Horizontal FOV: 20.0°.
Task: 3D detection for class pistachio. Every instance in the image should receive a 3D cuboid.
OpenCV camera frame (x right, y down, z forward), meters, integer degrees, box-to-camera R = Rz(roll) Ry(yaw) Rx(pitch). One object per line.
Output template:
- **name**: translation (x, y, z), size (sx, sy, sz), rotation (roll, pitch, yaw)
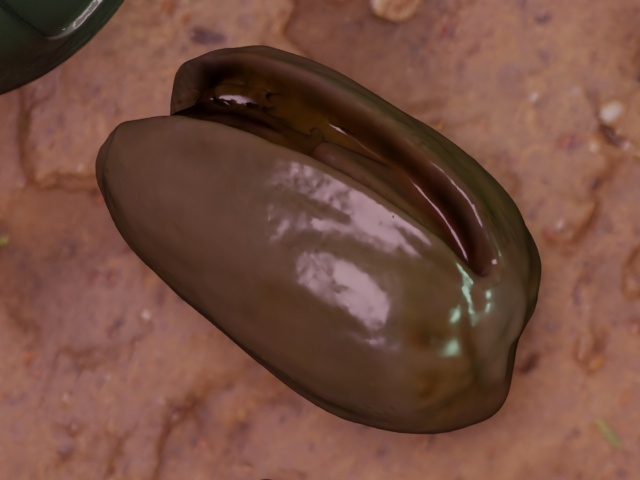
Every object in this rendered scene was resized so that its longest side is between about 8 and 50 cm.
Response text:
- **pistachio**: translation (0.000, 0.000, 0.778), size (0.206, 0.131, 0.129), rotation (33, 45, 19)

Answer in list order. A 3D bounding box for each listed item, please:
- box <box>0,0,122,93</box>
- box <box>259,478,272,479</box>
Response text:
- **box**: translation (-0.197, -0.186, 0.822), size (0.226, 0.149, 0.226), rotation (-1, 83, 11)
- **box**: translation (0.013, 0.190, 0.789), size (0.167, 0.024, 0.090), rotation (37, 90, 14)
